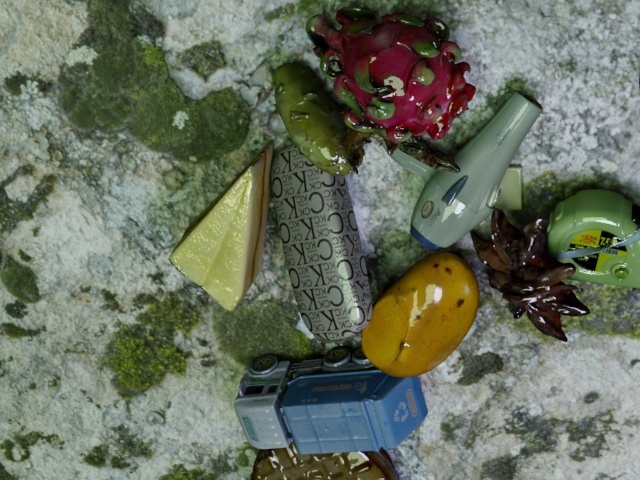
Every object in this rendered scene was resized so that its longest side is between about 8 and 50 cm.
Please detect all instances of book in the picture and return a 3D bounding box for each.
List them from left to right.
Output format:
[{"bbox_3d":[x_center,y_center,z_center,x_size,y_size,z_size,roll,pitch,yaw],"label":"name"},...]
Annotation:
[{"bbox_3d":[0.292,-0.092,1.825,0.110,0.014,0.077,3,117,17],"label":"book"}]

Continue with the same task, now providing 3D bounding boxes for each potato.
[{"bbox_3d":[-0.008,-0.204,1.782,0.090,0.117,0.226,-44,74,39],"label":"potato"}]

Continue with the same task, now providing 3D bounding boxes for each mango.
[{"bbox_3d":[0.186,0.124,1.862,0.160,0.191,0.290,56,144,26],"label":"mango"}]

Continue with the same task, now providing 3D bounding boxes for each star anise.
[{"bbox_3d":[0.334,0.070,1.782,0.272,0.102,0.272,41,149,31],"label":"star anise"}]

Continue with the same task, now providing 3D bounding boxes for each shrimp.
[{"bbox_3d":[0.118,-0.135,1.701,0.195,0.148,0.035,33,135,25],"label":"shrimp"}]

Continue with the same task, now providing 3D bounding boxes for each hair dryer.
[{"bbox_3d":[0.222,-0.171,1.762,0.295,0.119,0.298,-33,85,20],"label":"hair dryer"}]

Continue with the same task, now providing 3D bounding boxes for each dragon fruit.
[{"bbox_3d":[0.114,-0.274,1.697,0.198,0.273,0.218,21,116,-43],"label":"dragon fruit"}]

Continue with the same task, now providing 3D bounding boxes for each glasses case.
[{"bbox_3d":[0.000,0.000,1.866,0.137,0.085,0.355,-13,89,35],"label":"glasses case"}]

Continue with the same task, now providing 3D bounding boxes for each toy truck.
[{"bbox_3d":[0.015,0.307,2.026,0.367,0.175,0.146,-8,116,22],"label":"toy truck"}]

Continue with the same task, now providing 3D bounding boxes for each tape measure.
[{"bbox_3d":[0.464,-0.005,1.767,0.199,0.106,0.175,6,133,17],"label":"tape measure"}]

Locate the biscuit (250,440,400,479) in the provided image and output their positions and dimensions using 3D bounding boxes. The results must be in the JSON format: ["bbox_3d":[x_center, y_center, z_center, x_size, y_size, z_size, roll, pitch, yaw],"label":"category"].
[{"bbox_3d":[0.010,0.513,2.172,0.331,0.103,0.332,7,119,13],"label":"biscuit"}]

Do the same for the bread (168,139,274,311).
[{"bbox_3d":[-0.126,-0.023,1.902,0.163,0.168,0.264,41,119,-8],"label":"bread"}]
